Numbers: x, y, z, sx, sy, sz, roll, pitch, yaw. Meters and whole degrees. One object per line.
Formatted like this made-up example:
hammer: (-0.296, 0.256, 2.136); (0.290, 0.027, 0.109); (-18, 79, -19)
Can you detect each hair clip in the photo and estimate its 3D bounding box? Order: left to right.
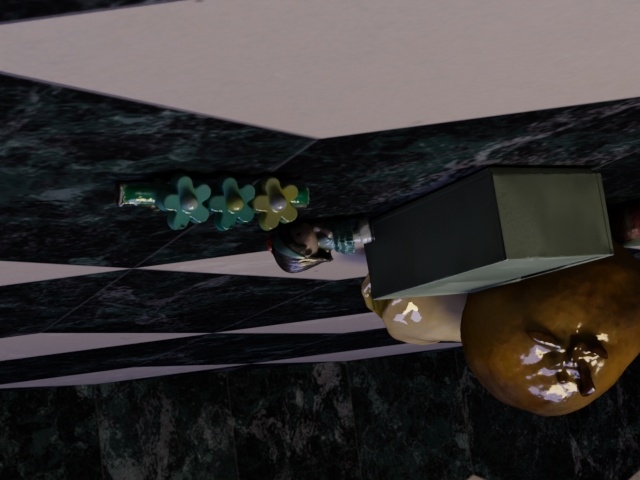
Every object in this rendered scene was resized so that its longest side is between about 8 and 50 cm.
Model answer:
hair clip: (-0.081, -0.030, 0.948); (0.173, 0.049, 0.049); (-1, 168, -27)

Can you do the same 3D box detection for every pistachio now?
pistachio: (0.140, 0.057, 1.423); (0.200, 0.117, 0.145); (15, 122, -38)

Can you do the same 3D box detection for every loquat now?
loquat: (0.257, 0.084, 1.311); (0.193, 0.238, 0.238); (39, 160, -5)

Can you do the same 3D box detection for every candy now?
candy: (0.374, -0.021, 1.330); (0.103, 0.043, 0.103); (-9, 171, -1)

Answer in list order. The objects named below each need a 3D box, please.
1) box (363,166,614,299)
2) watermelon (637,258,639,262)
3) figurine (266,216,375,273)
box: (0.156, -0.003, 1.153); (0.129, 0.086, 0.225); (-2, 169, -30)
watermelon: (0.473, 0.037, 1.405); (0.204, 0.127, 0.232); (-28, 174, -15)
figurine: (0.000, 0.000, 1.186); (0.106, 0.047, 0.060); (-14, -154, -6)
